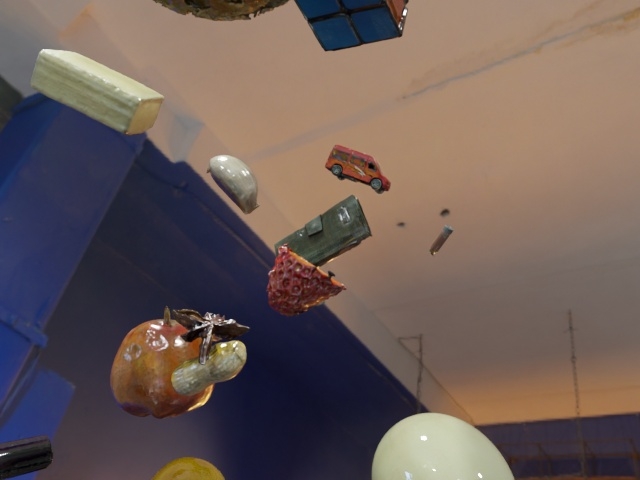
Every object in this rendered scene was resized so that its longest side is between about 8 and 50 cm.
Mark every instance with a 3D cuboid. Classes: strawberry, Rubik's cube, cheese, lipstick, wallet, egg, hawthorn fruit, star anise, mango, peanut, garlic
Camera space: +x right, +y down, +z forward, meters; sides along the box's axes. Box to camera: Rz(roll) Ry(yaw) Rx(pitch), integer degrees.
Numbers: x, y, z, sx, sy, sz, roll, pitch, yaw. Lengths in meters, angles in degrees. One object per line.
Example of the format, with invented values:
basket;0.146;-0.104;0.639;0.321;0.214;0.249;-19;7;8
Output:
strawberry;-0.055;0.134;1.622;0.234;0.178;0.234;33;-1;1
Rubik's cube;0.062;-0.490;1.095;0.167;0.180;0.183;-1;-26;27
cheese;-0.579;-0.390;1.535;0.266;0.242;0.123;25;-80;-6
lipstick;-0.723;0.478;1.224;0.300;0.081;0.081;0;-22;-45
wallet;0.000;0.000;1.788;0.317;0.169;0.044;-31;-39;19
egg;0.172;0.346;0.813;0.186;0.186;0.242;29;1;-21
hawthorn fruit;-0.415;0.318;1.560;0.277;0.277;0.298;3;-82;11
star anise;-0.253;0.220;1.301;0.158;0.140;0.144;44;-43;27
mango;-0.263;0.525;1.106;0.176;0.254;0.139;-13;-69;-3
peanut;-0.255;0.294;1.333;0.207;0.087;0.087;-30;-52;19
garlic;-0.247;-0.164;1.555;0.198;0.090;0.128;38;-31;18

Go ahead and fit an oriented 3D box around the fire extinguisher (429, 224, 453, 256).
fire extinguisher;0.278;0.003;1.345;0.028;0.022;0.083;17;-62;-28

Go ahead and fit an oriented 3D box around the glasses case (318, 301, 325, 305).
glasses case;-0.039;0.146;1.947;0.042;0.190;0.072;-24;-60;-9

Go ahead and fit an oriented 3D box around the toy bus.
toy bus;0.116;-0.202;1.669;0.195;0.089;0.081;22;1;16

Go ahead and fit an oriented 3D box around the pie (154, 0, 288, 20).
pie;-0.120;-0.323;0.526;0.274;0.055;0.274;14;-38;12
